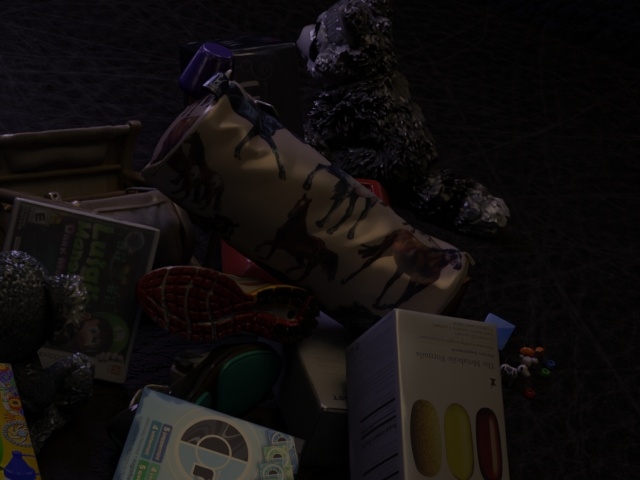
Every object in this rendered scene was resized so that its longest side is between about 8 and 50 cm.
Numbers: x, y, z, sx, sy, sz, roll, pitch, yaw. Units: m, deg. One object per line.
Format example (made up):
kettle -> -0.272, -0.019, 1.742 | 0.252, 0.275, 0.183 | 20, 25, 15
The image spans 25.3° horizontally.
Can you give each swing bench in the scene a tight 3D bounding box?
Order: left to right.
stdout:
swing bench -> -0.286, -0.031, 1.865 | 0.253, 0.165, 0.255 | -9, 35, -45

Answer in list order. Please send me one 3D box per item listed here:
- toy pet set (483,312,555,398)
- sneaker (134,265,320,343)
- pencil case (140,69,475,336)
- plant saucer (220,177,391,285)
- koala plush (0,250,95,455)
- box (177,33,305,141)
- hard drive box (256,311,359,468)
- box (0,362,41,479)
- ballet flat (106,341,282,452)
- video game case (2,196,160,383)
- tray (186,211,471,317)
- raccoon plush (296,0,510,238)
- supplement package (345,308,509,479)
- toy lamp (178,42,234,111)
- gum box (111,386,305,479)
toy pet set -> 0.282, 0.152, 2.040 | 0.114, 0.065, 0.122 | 28, 27, 12
sneaker -> -0.119, 0.080, 1.711 | 0.225, 0.088, 0.093 | 13, 0, -28
pencil case -> -0.010, -0.032, 1.765 | 0.410, 0.183, 0.160 | 37, -18, -7
plant saucer -> -0.010, -0.012, 1.996 | 0.259, 0.047, 0.259 | 4, 42, -11
koala plush -> -0.334, 0.105, 1.495 | 0.196, 0.221, 0.203 | 24, 30, 2
box -> -0.126, -0.226, 2.209 | 0.143, 0.165, 0.270 | -9, 12, -12
hard drive box -> 0.038, 0.179, 1.786 | 0.181, 0.089, 0.232 | 9, 29, -23
box -> -0.407, 0.247, 1.241 | 0.290, 0.177, 0.279 | 7, 29, -27
ballet flat -> -0.149, 0.175, 1.661 | 0.096, 0.095, 0.280 | 20, 24, 22
video game case -> -0.292, 0.060, 1.666 | 0.173, 0.190, 0.022 | 13, 2, -17
tray -> 0.000, 0.000, 2.108 | 0.411, 0.076, 0.203 | 34, 29, 21
raccoon plush -> 0.155, -0.230, 2.394 | 0.447, 0.299, 0.216 | 20, 26, -4
supplement package -> 0.119, 0.220, 1.605 | 0.139, 0.134, 0.244 | 9, 62, -22
toy lamp -> -0.186, -0.148, 2.020 | 0.080, 0.274, 0.080 | 17, 28, -9
gum box -> -0.124, 0.257, 1.498 | 0.184, 0.041, 0.157 | 18, 58, -5
